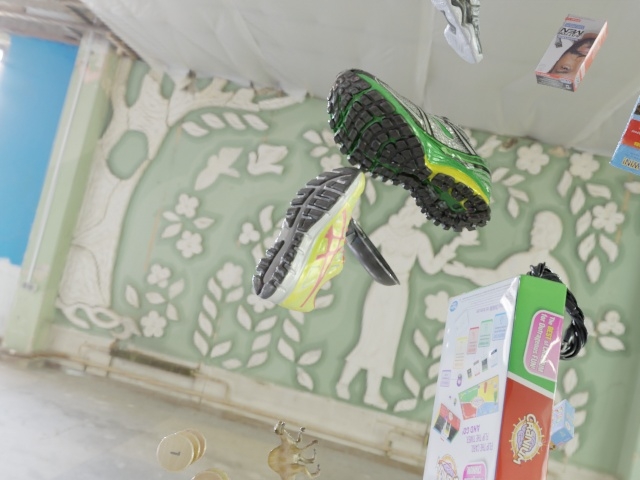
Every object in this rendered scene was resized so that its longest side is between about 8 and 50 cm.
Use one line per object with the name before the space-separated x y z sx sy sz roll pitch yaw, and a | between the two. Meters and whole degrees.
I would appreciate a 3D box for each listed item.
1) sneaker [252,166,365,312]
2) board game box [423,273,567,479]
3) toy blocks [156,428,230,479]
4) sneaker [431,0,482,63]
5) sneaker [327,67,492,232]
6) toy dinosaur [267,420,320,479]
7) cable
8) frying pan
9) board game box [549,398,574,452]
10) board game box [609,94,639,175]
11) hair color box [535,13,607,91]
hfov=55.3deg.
sneaker | 0.000 0.000 0.781 0.094 0.208 0.081 41 -12 -36
board game box | 0.222 0.221 0.819 0.064 0.317 0.242 13 -13 -6
toy blocks | -0.181 0.341 0.925 0.123 0.054 0.148 46 -9 10
sneaker | 0.376 -0.577 1.507 0.268 0.153 0.101 51 -3 -38
sneaker | 0.151 -0.160 1.009 0.343 0.146 0.134 38 -42 -23
toy dinosaur | -0.050 0.406 1.108 0.092 0.183 0.053 -3 5 -10
cable | 0.431 0.122 1.119 0.150 0.184 0.047 22 -36 -22
frying pan | 0.086 0.014 1.236 0.197 0.053 0.326 55 8 14
board game box | 0.510 0.478 1.461 0.039 0.211 0.160 51 23 8
board game box | 0.811 -0.246 1.247 0.308 0.302 0.086 28 36 26
hair color box | 0.573 -0.429 1.393 0.093 0.167 0.053 26 -9 33
